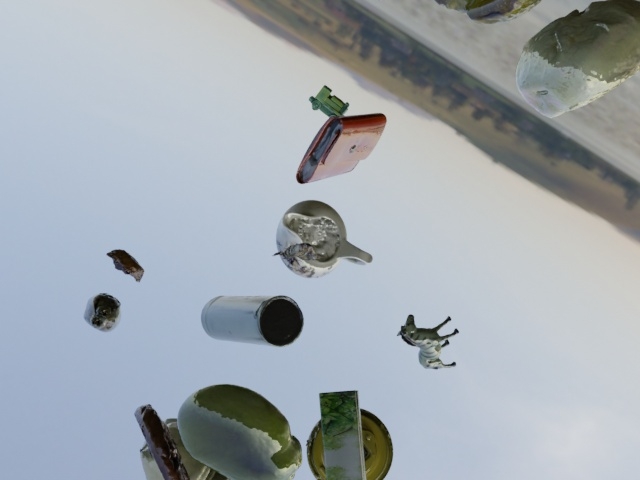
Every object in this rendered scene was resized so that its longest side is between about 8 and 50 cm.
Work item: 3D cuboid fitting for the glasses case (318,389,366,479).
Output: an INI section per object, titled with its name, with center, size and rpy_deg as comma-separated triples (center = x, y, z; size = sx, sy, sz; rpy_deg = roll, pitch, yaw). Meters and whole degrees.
[glasses case]
center = 0.058, 0.505, 2.244
size = 0.095, 0.272, 0.062
rpy_deg = -7, 170, 13

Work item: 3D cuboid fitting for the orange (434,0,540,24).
[orange]
center = 0.420, -0.670, 2.240
size = 0.210, 0.270, 0.369
rpy_deg = -5, -145, -45

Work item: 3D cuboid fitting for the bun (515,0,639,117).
[bun]
center = 0.636, -0.450, 2.218
size = 0.213, 0.361, 0.361
rpy_deg = 58, -167, -3

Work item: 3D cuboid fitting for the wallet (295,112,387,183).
[wallet]
center = 0.041, -0.171, 1.690
size = 0.045, 0.142, 0.204
rpy_deg = 40, -156, 14

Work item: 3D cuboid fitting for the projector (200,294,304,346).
[projector]
center = -0.156, 0.171, 2.000
size = 0.108, 0.108, 0.337
rpy_deg = 27, 165, -24

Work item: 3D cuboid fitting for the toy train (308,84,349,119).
[toy train]
center = 0.027, -0.388, 2.652
size = 0.122, 0.081, 0.050
rpy_deg = 36, -169, -4

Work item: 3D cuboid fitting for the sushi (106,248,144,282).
[sushi]
center = -0.447, 0.056, 2.117
size = 0.099, 0.047, 0.050
rpy_deg = 46, 175, -3

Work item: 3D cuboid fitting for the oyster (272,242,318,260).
[oyster]
center = -0.037, 0.022, 1.744
size = 0.086, 0.029, 0.132
rpy_deg = 5, 173, -42

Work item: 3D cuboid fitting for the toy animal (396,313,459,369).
[toy animal]
center = 0.303, 0.295, 2.597
size = 0.176, 0.216, 0.073
rpy_deg = -19, -142, -17

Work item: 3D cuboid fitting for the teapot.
[teapot]
center = 0.000, 0.000, 2.465
size = 0.300, 0.208, 0.166
rpy_deg = 20, 157, -23

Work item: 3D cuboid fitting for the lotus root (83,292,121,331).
[lotus root]
center = -0.470, 0.157, 1.992
size = 0.088, 0.088, 0.165
rpy_deg = 30, 174, -11

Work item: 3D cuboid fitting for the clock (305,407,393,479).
[clock]
center = 0.080, 0.555, 2.419
size = 0.237, 0.237, 0.057
rpy_deg = 33, 171, 0

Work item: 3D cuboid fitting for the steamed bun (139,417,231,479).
[steamed bun]
center = -0.327, 0.577, 2.292
size = 0.206, 0.275, 0.320
rpy_deg = -11, 176, -5

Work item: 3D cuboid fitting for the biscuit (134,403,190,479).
[biscuit]
center = -0.258, 0.362, 1.543
size = 0.192, 0.049, 0.192
rpy_deg = 56, 165, 23

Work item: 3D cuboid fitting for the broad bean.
[broad bean]
center = -0.171, 0.423, 1.983
size = 0.291, 0.238, 0.119
rpy_deg = 31, -147, -2
